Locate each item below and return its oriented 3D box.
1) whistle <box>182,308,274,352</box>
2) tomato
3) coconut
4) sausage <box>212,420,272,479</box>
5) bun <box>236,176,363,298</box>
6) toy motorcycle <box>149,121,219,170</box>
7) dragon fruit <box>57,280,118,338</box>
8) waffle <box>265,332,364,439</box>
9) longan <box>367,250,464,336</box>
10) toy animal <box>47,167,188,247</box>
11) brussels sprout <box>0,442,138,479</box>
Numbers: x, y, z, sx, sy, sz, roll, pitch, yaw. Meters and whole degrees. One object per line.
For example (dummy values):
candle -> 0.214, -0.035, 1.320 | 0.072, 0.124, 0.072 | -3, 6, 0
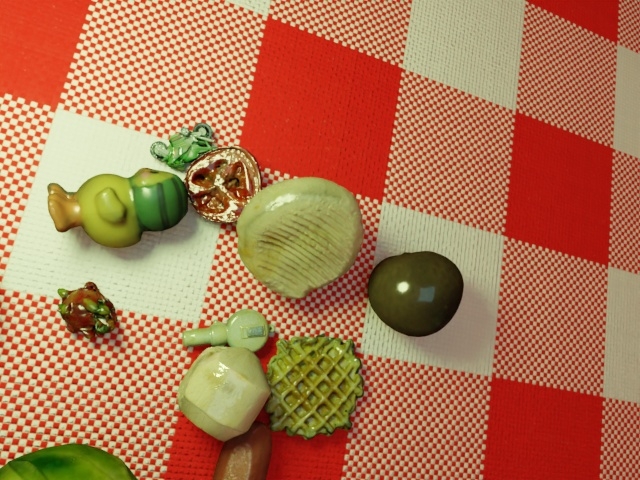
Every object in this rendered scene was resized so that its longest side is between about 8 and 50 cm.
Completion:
whistle -> -0.252, 0.259, 1.364 | 0.257, 0.067, 0.126 | -3, 81, -18
tomato -> -0.272, -0.159, 1.409 | 0.227, 0.101, 0.228 | 0, 86, -6
coconut -> -0.245, 0.379, 1.264 | 0.241, 0.241, 0.241 | 3, 80, -19
sausage -> -0.209, 0.605, 1.283 | 0.148, 0.148, 0.255 | 15, 73, -17
bun -> -0.055, -0.028, 1.361 | 0.364, 0.219, 0.365 | -8, 126, -12
toy motorcycle -> -0.386, -0.264, 1.400 | 0.190, 0.074, 0.106 | -30, 99, -20
dragon fruit -> -0.580, 0.179, 1.244 | 0.142, 0.174, 0.139 | 16, 85, -48
waffle -> -0.019, 0.419, 1.419 | 0.316, 0.073, 0.298 | 6, 78, -21
longan -> 0.291, 0.146, 1.490 | 0.300, 0.243, 0.300 | 10, 42, -9
toy animal -> -0.512, -0.081, 1.265 | 0.338, 0.216, 0.191 | -14, 113, -25
brussels sprout -> -0.577, 0.632, 1.035 | 0.424, 0.342, 0.362 | -1, 83, -20
